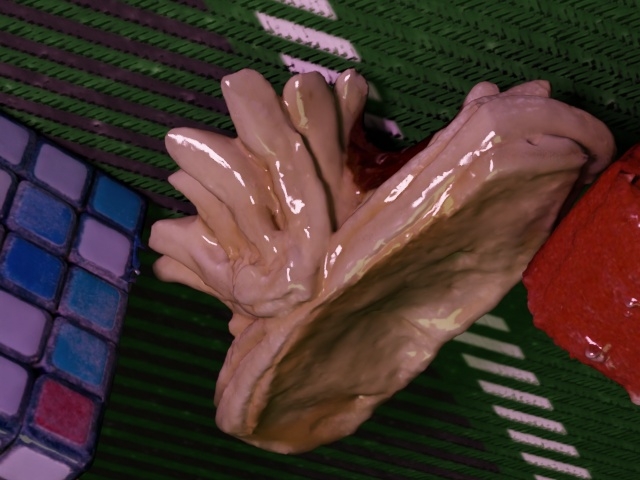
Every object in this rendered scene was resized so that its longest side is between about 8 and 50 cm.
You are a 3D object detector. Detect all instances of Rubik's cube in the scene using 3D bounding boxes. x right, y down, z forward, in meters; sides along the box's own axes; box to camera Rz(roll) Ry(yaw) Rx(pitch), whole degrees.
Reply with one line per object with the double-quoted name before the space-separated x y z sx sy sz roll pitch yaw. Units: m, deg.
"Rubik's cube" -0.340 0.068 1.001 0.287 0.292 0.293 32 131 -24

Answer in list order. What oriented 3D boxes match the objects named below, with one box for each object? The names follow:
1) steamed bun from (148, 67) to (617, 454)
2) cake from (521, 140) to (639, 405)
"steamed bun" 0.000 0.000 1.007 0.247 0.189 0.428 -2 144 -36
"cake" 0.280 0.005 0.896 0.177 0.283 0.151 45 134 13
